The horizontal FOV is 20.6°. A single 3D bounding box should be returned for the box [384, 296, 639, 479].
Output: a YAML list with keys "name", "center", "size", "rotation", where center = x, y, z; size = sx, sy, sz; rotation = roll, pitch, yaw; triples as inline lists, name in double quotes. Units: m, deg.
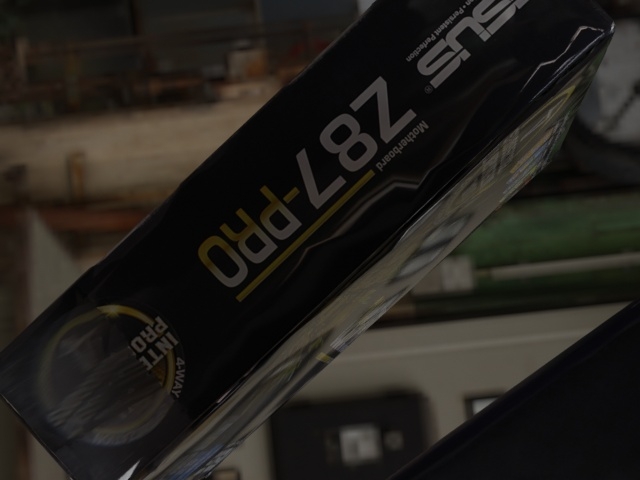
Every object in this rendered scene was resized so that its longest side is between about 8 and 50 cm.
- name: "box"
  center: [0.108, 0.149, 0.698]
  size: [0.182, 0.294, 0.296]
  rotation: [53, -15, 10]

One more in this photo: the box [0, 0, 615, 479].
- name: "box"
  center: [0.000, 0.000, 0.959]
  size: [0.097, 0.318, 0.395]
  rotation: [49, -2, 6]
